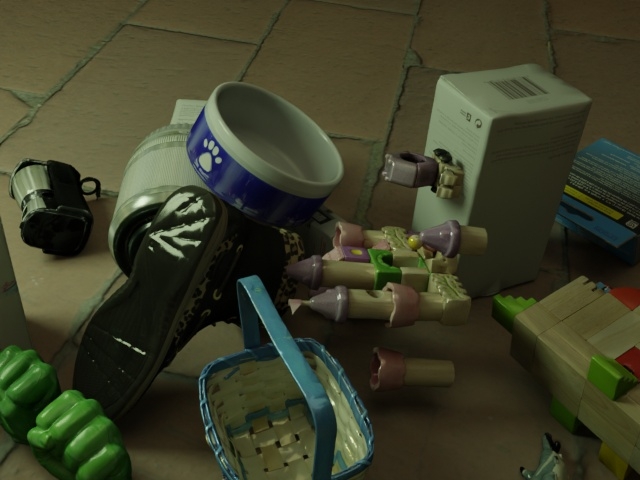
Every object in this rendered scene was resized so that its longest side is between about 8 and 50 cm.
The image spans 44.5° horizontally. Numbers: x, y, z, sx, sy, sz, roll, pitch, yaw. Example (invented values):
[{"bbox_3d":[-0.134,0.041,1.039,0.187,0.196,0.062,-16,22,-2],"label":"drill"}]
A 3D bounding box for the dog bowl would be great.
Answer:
[{"bbox_3d":[-0.094,-0.150,1.354,0.265,0.104,0.265,28,31,-18],"label":"dog bowl"}]

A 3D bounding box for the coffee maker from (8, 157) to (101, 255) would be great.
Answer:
[{"bbox_3d":[-0.479,-0.066,1.454,0.171,0.120,0.178,-12,41,-22],"label":"coffee maker"}]

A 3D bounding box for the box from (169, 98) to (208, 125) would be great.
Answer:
[{"bbox_3d":[-0.205,-0.176,1.576,0.181,0.182,0.119,4,39,-1],"label":"box"}]

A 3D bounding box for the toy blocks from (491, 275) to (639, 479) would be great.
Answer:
[{"bbox_3d":[0.480,0.170,1.157,0.261,0.190,0.381,-27,47,-20],"label":"toy blocks"}]

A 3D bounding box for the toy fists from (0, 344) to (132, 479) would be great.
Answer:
[{"bbox_3d":[-0.361,0.243,1.046,0.279,0.142,0.096,30,44,30],"label":"toy fists"}]

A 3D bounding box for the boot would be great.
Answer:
[{"bbox_3d":[-0.187,0.111,1.191,0.138,0.377,0.284,31,8,29],"label":"boot"}]

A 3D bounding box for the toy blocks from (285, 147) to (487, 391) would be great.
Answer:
[{"bbox_3d":[0.071,0.032,1.197,0.260,0.309,0.288,5,24,-10],"label":"toy blocks"}]

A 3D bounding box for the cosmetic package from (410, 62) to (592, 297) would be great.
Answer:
[{"bbox_3d":[0.295,-0.092,1.356,0.217,0.385,0.156,-12,42,-25],"label":"cosmetic package"}]

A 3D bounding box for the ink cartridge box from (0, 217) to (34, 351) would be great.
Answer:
[{"bbox_3d":[-0.565,0.060,1.128,0.226,0.306,0.131,-17,42,-26],"label":"ink cartridge box"}]

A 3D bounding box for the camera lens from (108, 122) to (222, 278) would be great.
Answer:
[{"bbox_3d":[-0.247,-0.055,1.381,0.219,0.219,0.274,1,38,-5],"label":"camera lens"}]

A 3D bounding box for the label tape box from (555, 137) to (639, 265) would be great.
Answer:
[{"bbox_3d":[0.571,-0.068,1.580,0.334,0.106,0.241,-27,48,-34],"label":"label tape box"}]

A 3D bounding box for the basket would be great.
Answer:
[{"bbox_3d":[-0.045,0.219,0.991,0.201,0.289,0.255,-12,40,-20],"label":"basket"}]

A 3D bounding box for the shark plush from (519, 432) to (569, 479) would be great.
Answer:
[{"bbox_3d":[0.307,0.322,1.094,0.067,0.073,0.161,-13,35,28],"label":"shark plush"}]

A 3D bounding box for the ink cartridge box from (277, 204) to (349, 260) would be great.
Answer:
[{"bbox_3d":[0.000,0.000,1.433,0.060,0.104,0.180,-25,47,-35],"label":"ink cartridge box"}]
